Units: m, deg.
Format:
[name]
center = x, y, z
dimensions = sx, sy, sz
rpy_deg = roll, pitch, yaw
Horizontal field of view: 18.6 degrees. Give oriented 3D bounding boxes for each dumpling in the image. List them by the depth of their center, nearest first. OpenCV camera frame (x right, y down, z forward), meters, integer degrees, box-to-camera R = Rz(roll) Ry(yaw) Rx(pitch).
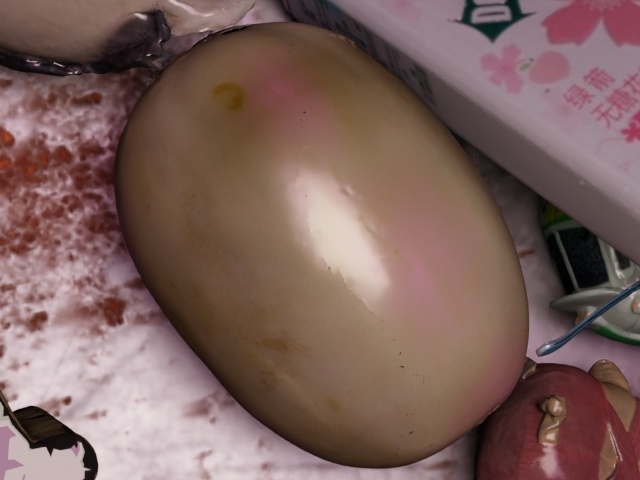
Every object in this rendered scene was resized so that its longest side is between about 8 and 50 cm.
[dumpling]
center = -0.164, -0.196, 1.310
dimensions = 0.293, 0.204, 0.163
rpy_deg = 17, 109, 14

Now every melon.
[melon]
center = 0.000, 0.000, 1.277
dimensions = 0.223, 0.223, 0.317
rpy_deg = -39, 89, -13

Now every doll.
[doll]
center = 0.231, 0.170, 1.341
dimensions = 0.256, 0.152, 0.196
rpy_deg = 7, 107, 1

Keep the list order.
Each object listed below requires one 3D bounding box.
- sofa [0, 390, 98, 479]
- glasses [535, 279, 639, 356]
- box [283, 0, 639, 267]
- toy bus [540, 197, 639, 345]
[sofa]
center = -0.277, 0.170, 1.224
dimensions = 0.258, 0.200, 0.182
rpy_deg = -29, 101, -14
[glasses]
center = 0.268, 0.084, 1.240
dimensions = 0.220, 0.088, 0.190
rpy_deg = -19, 78, -14
[box]
center = 0.157, -0.136, 1.288
dimensions = 0.190, 0.112, 0.369
rpy_deg = -42, 59, -13
[toy bus]
center = 0.292, 0.004, 1.382
dimensions = 0.276, 0.133, 0.165
rpy_deg = 10, 80, -10
